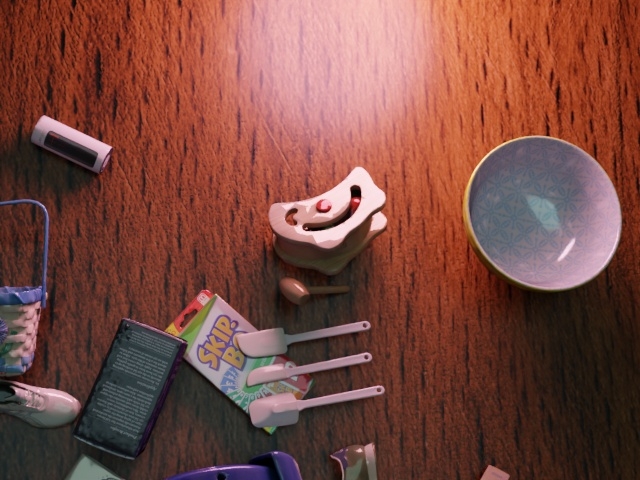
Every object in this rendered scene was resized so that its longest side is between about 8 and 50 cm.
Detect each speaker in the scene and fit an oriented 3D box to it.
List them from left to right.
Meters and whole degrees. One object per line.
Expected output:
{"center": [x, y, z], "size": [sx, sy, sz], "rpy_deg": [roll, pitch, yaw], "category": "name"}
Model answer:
{"center": [-0.442, -0.170, 1.863], "size": [0.136, 0.055, 0.055], "rpy_deg": [26, 73, -3], "category": "speaker"}

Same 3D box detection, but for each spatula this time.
{"center": [-0.015, 0.227, 1.827], "size": [0.242, 0.019, 0.168], "rpy_deg": [-8, 70, -15], "category": "spatula"}

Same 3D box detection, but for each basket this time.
{"center": [-0.563, 0.081, 1.700], "size": [0.255, 0.201, 0.288], "rpy_deg": [-5, 87, -10], "category": "basket"}

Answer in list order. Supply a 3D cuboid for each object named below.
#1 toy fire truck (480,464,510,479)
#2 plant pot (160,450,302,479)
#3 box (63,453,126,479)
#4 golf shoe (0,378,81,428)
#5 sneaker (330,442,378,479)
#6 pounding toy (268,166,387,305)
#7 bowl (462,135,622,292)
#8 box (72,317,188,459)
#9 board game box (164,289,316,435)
{"center": [0.298, 0.525, 1.782], "size": [0.217, 0.158, 0.246], "rpy_deg": [28, 83, -2], "category": "toy fire truck"}
{"center": [-0.126, 0.463, 1.670], "size": [0.212, 0.236, 0.235], "rpy_deg": [-16, 79, -19], "category": "plant pot"}
{"center": [-0.421, 0.480, 1.673], "size": [0.094, 0.113, 0.275], "rpy_deg": [34, 74, -2], "category": "box"}
{"center": [-0.485, 0.267, 1.729], "size": [0.176, 0.086, 0.069], "rpy_deg": [11, 73, -8], "category": "golf shoe"}
{"center": [0.059, 0.446, 1.795], "size": [0.086, 0.064, 0.192], "rpy_deg": [-5, 80, 2], "category": "sneaker"}
{"center": [0.000, 0.000, 1.890], "size": [0.154, 0.154, 0.269], "rpy_deg": [33, 60, 29], "category": "pounding toy"}
{"center": [0.383, -0.033, 1.918], "size": [0.290, 0.156, 0.289], "rpy_deg": [2, 76, -9], "category": "bowl"}
{"center": [-0.307, 0.240, 1.716], "size": [0.108, 0.153, 0.207], "rpy_deg": [22, 84, -1], "category": "box"}
{"center": [-0.145, 0.208, 1.831], "size": [0.259, 0.039, 0.124], "rpy_deg": [40, 72, 5], "category": "board game box"}
